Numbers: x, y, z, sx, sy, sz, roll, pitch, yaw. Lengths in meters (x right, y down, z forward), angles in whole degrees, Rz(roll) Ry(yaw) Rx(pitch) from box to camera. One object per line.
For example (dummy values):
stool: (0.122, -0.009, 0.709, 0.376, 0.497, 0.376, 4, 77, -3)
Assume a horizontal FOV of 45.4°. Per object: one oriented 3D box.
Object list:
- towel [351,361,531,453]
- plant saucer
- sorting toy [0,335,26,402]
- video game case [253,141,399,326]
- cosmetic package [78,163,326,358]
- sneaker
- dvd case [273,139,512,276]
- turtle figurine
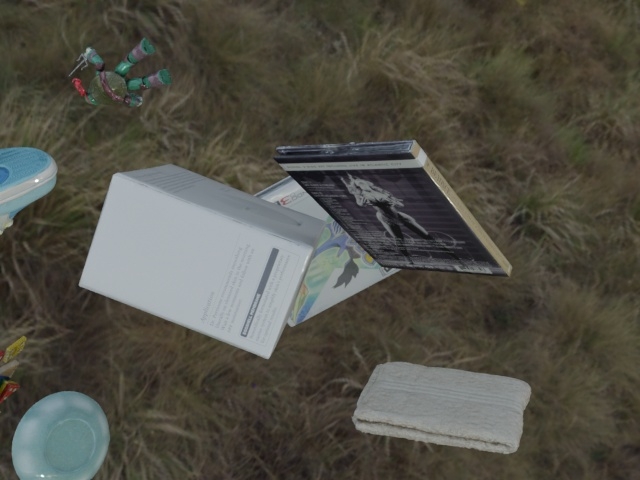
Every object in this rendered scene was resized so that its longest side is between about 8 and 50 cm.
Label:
towel: (0.207, 0.283, 1.309, 0.282, 0.049, 0.187, 5, 24, 20)
plant saucer: (-0.480, 0.385, 1.446, 0.195, 0.037, 0.195, 5, 83, -42)
sorting toy: (-0.661, 0.314, 1.534, 0.046, 0.275, 0.132, 38, 18, 5)
video game case: (0.000, 0.000, 1.538, 0.299, 0.329, 0.036, -28, 39, 3)
cosmetic package: (-0.127, 0.013, 0.908, 0.224, 0.138, 0.224, 22, 9, 1)
sneaker: (-0.535, -0.009, 1.204, 0.318, 0.208, 0.127, -23, 43, -5)
dvd case: (0.076, -0.028, 0.772, 0.221, 0.164, 0.018, 43, 61, -42)
turtle figurine: (-0.475, -0.371, 1.790, 0.175, 0.234, 0.118, 53, 29, -38)
